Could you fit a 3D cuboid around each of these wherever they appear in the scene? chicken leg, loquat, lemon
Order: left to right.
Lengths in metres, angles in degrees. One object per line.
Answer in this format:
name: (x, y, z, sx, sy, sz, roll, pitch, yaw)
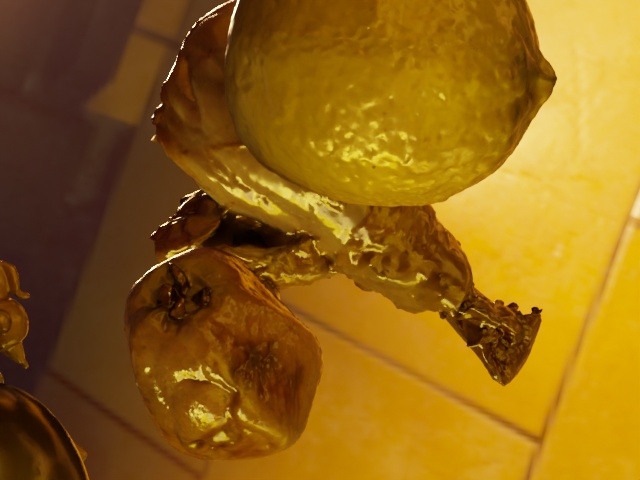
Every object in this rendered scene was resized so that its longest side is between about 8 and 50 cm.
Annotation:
loquat: (-0.062, 0.068, 1.169, 0.113, 0.137, 0.137, -24, 58, 16)
chicken leg: (0.000, 0.000, 1.680, 0.295, 0.409, 0.182, -48, 2, 4)
lemon: (0.038, -0.104, 1.169, 0.181, 0.193, 0.180, -61, -2, -4)

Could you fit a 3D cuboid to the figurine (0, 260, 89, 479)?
figurine: (-0.204, 0.126, 1.009, 0.158, 0.161, 0.275, -60, 44, 33)
